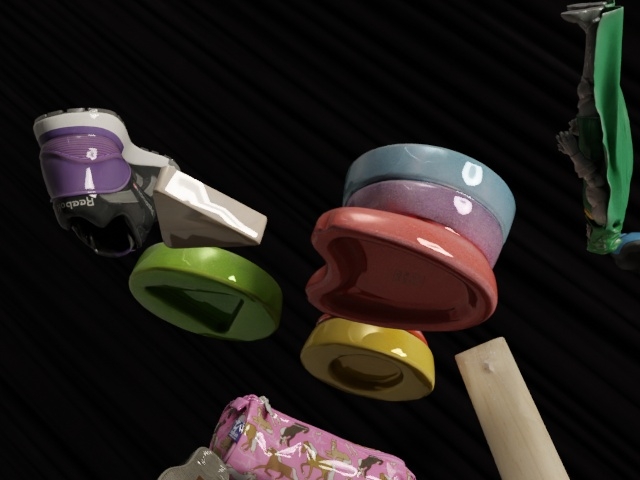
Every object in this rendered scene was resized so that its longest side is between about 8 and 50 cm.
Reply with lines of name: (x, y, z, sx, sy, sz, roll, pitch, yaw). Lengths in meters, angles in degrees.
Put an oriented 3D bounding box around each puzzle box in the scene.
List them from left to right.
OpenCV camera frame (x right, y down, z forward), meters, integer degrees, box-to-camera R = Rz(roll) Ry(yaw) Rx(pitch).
puzzle box: (0.240, 0.316, 0.907, 0.052, 0.272, 0.409, -23, 125, 6)

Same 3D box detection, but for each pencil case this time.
pencil case: (-0.016, 0.431, 1.850, 0.167, 0.386, 0.160, -53, -163, 39)

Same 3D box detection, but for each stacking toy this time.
stacking toy: (0.000, 0.000, 0.805, 0.309, 0.279, 0.130, 117, -10, -62)

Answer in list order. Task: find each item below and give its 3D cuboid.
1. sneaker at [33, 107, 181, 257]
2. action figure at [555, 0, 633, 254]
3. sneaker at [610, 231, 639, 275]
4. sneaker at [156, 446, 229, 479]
sneaker: (-0.219, -0.036, 1.033, 0.107, 0.124, 0.283, -10, 168, 9)
action figure: (0.252, -0.096, 0.896, 0.137, 0.063, 0.232, -42, 127, -61)
sneaker: (0.555, 0.074, 1.381, 0.125, 0.340, 0.140, -160, -95, -76)
sneaker: (-0.195, 0.352, 1.273, 0.118, 0.083, 0.222, -45, 173, 9)
